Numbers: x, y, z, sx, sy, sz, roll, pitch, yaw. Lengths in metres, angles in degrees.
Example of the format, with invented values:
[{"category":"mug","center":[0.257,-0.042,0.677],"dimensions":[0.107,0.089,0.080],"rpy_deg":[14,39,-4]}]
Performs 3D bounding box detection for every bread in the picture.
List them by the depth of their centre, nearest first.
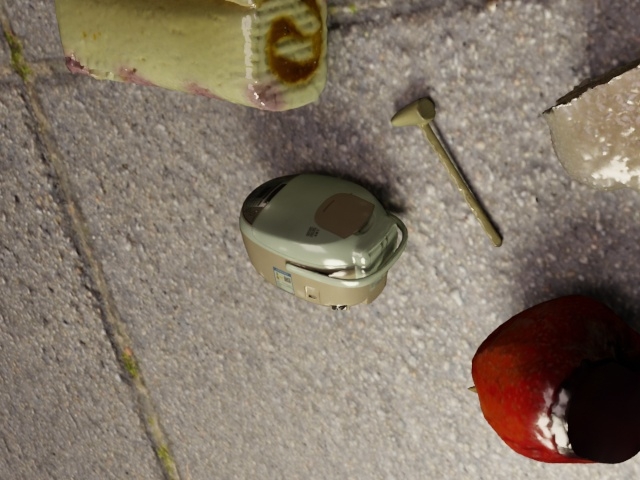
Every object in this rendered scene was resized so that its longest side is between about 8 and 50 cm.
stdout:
[{"category":"bread","center":[0.383,-0.123,1.471],"dimensions":[0.337,0.102,0.183],"rpy_deg":[-25,102,42]},{"category":"bread","center":[-0.154,-0.267,1.786],"dimensions":[0.338,0.155,0.187],"rpy_deg":[14,115,36]}]

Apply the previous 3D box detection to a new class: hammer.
[{"category":"hammer","center":[0.147,-0.071,1.745],"dimensions":[0.060,0.028,0.195],"rpy_deg":[-26,98,50]}]

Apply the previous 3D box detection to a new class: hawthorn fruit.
[{"category":"hawthorn fruit","center":[0.259,0.162,1.689],"dimensions":[0.251,0.189,0.189],"rpy_deg":[-18,103,58]}]

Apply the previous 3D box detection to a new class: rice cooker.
[{"category":"rice cooker","center":[0.000,0.000,1.824],"dimensions":[0.206,0.145,0.127],"rpy_deg":[25,140,23]}]
